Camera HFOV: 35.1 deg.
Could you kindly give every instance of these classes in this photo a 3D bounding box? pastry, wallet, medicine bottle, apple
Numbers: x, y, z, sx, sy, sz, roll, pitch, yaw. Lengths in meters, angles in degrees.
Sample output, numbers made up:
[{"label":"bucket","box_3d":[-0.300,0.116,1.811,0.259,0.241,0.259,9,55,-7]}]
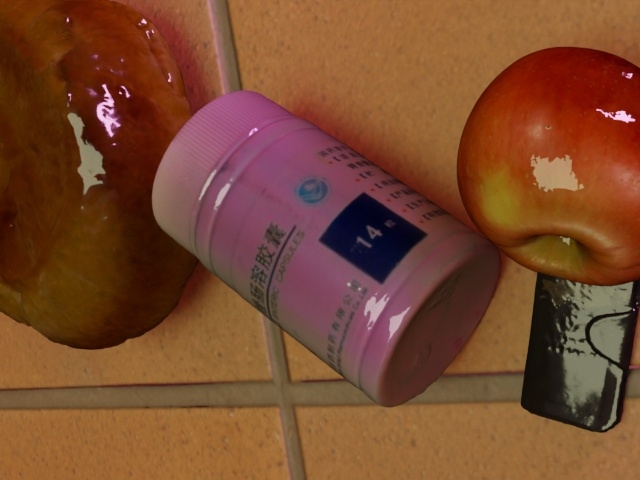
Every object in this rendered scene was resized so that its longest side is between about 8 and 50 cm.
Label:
[{"label":"pastry","box_3d":[-0.247,-0.069,0.986,0.356,0.164,0.356,12,109,39]},{"label":"wallet","box_3d":[0.196,0.064,0.760,0.082,0.018,0.157,14,105,34]},{"label":"medicine bottle","box_3d":[0.000,0.000,0.812,0.254,0.152,0.152,35,117,27]},{"label":"apple","box_3d":[0.172,-0.051,0.672,0.163,0.163,0.139,3,62,36]}]
